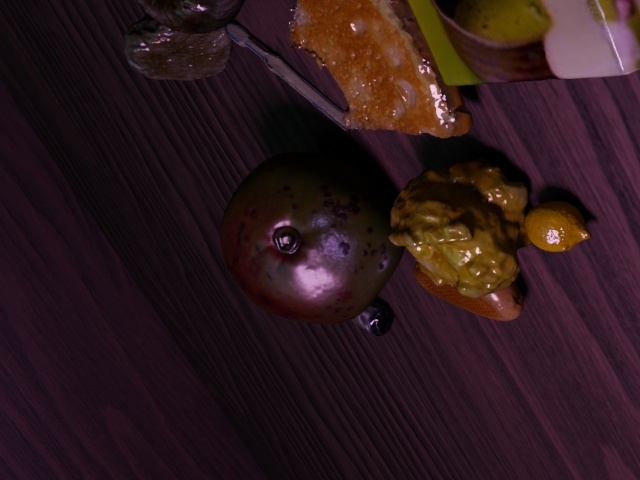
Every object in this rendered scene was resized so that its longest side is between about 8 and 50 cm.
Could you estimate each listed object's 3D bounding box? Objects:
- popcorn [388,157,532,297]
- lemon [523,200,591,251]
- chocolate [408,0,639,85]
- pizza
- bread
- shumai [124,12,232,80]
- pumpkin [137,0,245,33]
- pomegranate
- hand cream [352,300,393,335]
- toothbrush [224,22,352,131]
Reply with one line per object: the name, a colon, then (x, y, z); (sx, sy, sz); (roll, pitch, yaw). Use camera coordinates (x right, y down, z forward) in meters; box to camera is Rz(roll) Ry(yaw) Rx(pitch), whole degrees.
popcorn: (0.185, -0.019, 1.322); (0.197, 0.155, 0.197); (29, 157, 13)
lemon: (0.292, -0.017, 1.229); (0.092, 0.065, 0.065); (16, 138, 44)
chocolate: (0.191, -0.289, 0.937); (0.301, 0.137, 0.289); (8, 131, 58)
pizza: (0.067, -0.255, 1.276); (0.323, 0.089, 0.223); (56, 151, -4)
bread: (0.220, 0.057, 1.455); (0.189, 0.077, 0.114); (24, 164, 46)
shumai: (-0.236, -0.360, 1.686); (0.184, 0.184, 0.142); (103, 155, -61)
pumpkin: (-0.204, -0.409, 1.471); (0.223, 0.157, 0.224); (29, 142, 25)
pomegranate: (0.013, -0.010, 1.587); (0.290, 0.323, 0.291); (9, 104, 40)
hand cream: (0.062, 0.120, 1.878); (0.235, 0.055, 0.086); (28, 145, 57)
toothbrush: (-0.050, -0.259, 1.563); (0.294, 0.026, 0.028); (41, 173, 25)
